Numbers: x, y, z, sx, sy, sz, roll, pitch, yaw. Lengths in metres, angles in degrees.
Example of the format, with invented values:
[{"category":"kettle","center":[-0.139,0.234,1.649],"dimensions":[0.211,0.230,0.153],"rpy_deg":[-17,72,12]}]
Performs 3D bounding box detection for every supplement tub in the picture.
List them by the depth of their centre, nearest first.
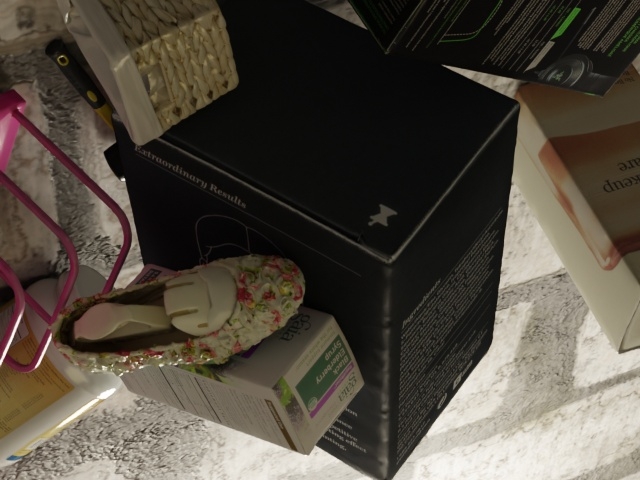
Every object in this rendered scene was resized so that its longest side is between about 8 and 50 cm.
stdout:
[{"category":"supplement tub","center":[-0.297,0.130,1.576],"dimensions":[0.200,0.144,0.144],"rpy_deg":[-35,146,11]}]

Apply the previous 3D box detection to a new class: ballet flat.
[{"category":"ballet flat","center":[-0.129,0.066,1.271],"dimensions":[0.241,0.091,0.077],"rpy_deg":[-19,158,25]}]

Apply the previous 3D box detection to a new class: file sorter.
[{"category":"file sorter","center":[-0.335,0.040,1.299],"dimensions":[0.291,0.182,0.202],"rpy_deg":[-33,159,-46]}]

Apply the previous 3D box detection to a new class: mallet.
[{"category":"mallet","center":[-0.212,-0.119,1.405],"dimensions":[0.062,0.039,0.190],"rpy_deg":[-37,141,8]}]

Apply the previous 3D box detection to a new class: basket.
[{"category":"basket","center":[-0.149,-0.184,1.244],"dimensions":[0.103,0.167,0.113],"rpy_deg":[-26,147,-10]}]

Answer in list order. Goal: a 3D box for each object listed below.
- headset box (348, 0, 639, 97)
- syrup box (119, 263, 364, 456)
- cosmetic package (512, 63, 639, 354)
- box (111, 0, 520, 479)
[{"category":"headset box","center":[0.140,-0.263,1.265],"dimensions":[0.283,0.246,0.131],"rpy_deg":[4,135,-40]},{"category":"syrup box","center":[-0.086,0.104,1.354],"dimensions":[0.093,0.237,0.096],"rpy_deg":[-49,133,-29]},{"category":"cosmetic package","center":[0.333,-0.043,1.644],"dimensions":[0.153,0.296,0.129],"rpy_deg":[-16,146,-17]},{"category":"box","center":[0.000,0.000,1.424],"dimensions":[0.212,0.293,0.395],"rpy_deg":[-50,157,-28]}]
